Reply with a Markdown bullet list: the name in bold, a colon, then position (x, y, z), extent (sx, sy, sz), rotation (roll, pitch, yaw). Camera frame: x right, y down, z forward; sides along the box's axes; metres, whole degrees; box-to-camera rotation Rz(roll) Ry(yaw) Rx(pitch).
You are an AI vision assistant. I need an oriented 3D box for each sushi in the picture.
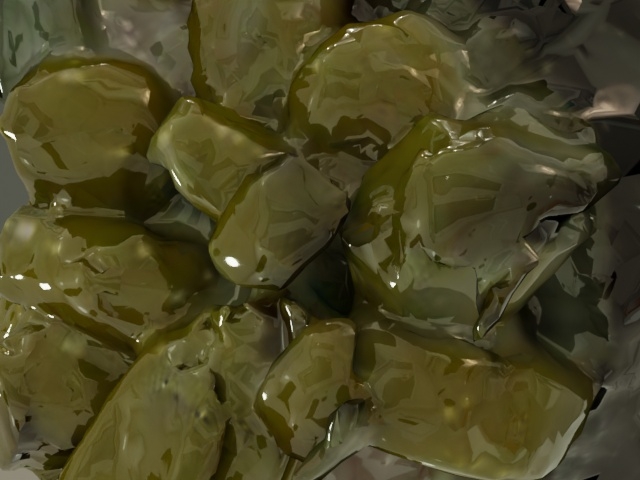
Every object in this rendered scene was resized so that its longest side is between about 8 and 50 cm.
- **sushi**: position (0.000, 0.000, 0.528), extent (0.285, 0.328, 0.329), rotation (-12, -123, -26)
